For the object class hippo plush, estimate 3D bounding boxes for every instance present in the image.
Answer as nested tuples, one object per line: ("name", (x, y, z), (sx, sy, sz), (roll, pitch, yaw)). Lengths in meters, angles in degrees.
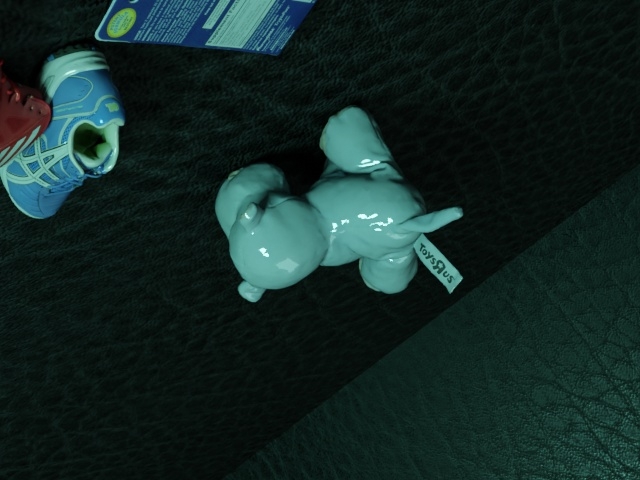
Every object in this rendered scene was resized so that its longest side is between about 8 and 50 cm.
("hippo plush", (0.000, 0.000, 1.142), (0.236, 0.294, 0.234), (-20, 135, -14))

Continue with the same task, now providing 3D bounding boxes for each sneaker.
("sneaker", (-0.238, -0.081, 0.852), (0.080, 0.081, 0.211), (-19, 156, -39))
("sneaker", (-0.273, -0.134, 0.728), (0.128, 0.087, 0.221), (-43, 168, -51))

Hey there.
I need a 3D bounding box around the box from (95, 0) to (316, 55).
("box", (-0.086, -0.228, 0.812), (0.225, 0.037, 0.136), (-9, 148, -50))
